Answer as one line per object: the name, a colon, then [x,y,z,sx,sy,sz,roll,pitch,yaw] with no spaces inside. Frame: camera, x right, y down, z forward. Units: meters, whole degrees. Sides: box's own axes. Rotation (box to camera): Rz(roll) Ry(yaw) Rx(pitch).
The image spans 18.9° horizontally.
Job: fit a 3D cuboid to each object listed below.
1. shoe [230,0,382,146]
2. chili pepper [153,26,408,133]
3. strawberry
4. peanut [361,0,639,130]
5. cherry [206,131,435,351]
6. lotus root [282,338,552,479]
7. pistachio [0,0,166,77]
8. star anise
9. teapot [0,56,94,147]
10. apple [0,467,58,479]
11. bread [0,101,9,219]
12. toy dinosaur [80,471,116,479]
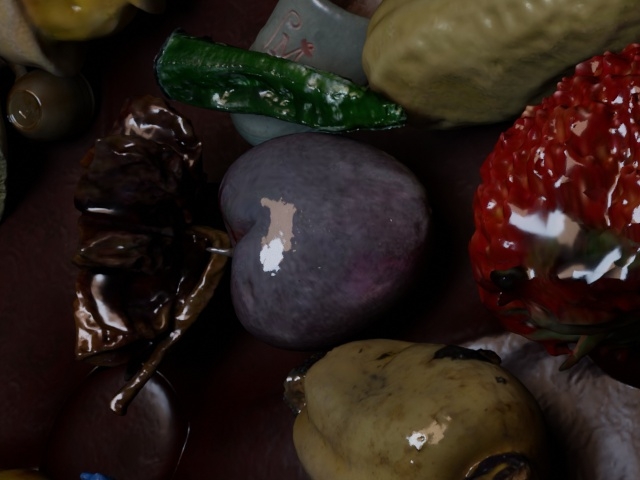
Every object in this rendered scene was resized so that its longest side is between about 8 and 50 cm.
shoe: [0.014,-0.174,1.549,0.251,0.100,0.103,-39,54,13]
chili pepper: [-0.021,-0.115,1.482,0.227,0.088,0.059,16,96,37]
strawberry: [0.231,-0.043,1.260,0.261,0.261,0.257,-7,75,33]
peanut: [0.162,-0.169,1.399,0.319,0.147,0.147,-24,58,45]
cherry: [0.001,-0.004,1.465,0.176,0.140,0.176,-2,67,6]
lotus root: [0.074,0.143,1.352,0.257,0.140,0.154,29,103,49]
pistachio: [-0.252,-0.301,1.712,0.230,0.230,0.309,-36,69,18]
star anise: [-0.130,0.000,1.535,0.126,0.220,0.190,0,32,6]
teapot: [-0.262,-0.130,1.733,0.110,0.080,0.085,44,117,12]
apple: [-0.295,0.306,1.396,0.374,0.384,0.374,3,66,-7]
bread: [-0.323,-0.115,1.752,0.060,0.139,0.178,-4,57,-15]
toy dinosaur: [-0.013,0.237,1.390,0.329,0.144,0.076,21,80,26]
